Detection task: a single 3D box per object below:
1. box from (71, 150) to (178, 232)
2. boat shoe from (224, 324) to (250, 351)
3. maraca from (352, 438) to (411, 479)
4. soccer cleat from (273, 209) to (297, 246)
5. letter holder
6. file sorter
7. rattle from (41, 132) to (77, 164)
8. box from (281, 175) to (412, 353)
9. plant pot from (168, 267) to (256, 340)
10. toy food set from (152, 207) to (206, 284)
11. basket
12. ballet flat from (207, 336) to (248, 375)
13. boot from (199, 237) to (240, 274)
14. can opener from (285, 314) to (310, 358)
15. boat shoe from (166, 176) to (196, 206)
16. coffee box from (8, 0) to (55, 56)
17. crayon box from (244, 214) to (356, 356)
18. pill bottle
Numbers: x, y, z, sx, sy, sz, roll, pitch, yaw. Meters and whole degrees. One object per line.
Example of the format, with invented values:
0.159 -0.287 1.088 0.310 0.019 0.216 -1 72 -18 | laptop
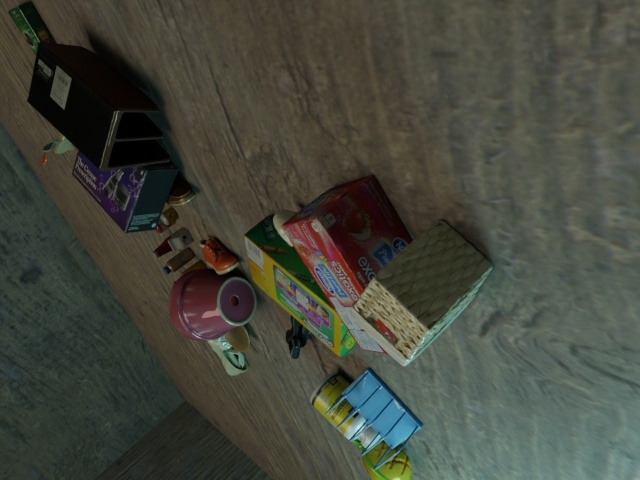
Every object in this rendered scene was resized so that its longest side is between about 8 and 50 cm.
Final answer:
-0.491 -0.170 1.509 0.261 0.103 0.184 41 117 26 | box
-0.275 0.243 1.867 0.207 0.073 0.073 62 -170 -15 | boat shoe
0.149 0.528 1.496 0.185 0.127 0.099 44 112 31 | maraca
0.000 0.000 1.092 0.196 0.068 0.076 38 148 10 | soccer cleat
-0.484 -0.311 1.400 0.301 0.214 0.152 40 121 23 | letter holder
0.112 0.396 1.341 0.170 0.104 0.118 46 130 11 | file sorter
-0.734 -0.316 1.707 0.143 0.199 0.130 54 154 -7 | rattle
0.072 0.043 0.954 0.257 0.122 0.128 57 153 -13 | box
-0.276 0.169 1.638 0.180 0.201 0.201 -10 117 44 | plant pot
-0.438 0.021 1.781 0.111 0.104 0.232 23 143 45 | toy food set
0.140 0.068 0.831 0.113 0.167 0.103 44 149 15 | basket
-0.321 0.373 2.110 0.086 0.086 0.249 19 142 48 | ballet flat
-0.268 0.037 1.586 0.157 0.059 0.085 14 131 53 | boot
-0.048 0.211 1.461 0.186 0.059 0.073 101 153 -47 | can opener
-0.374 -0.131 1.522 0.178 0.064 0.060 23 145 49 | boat shoe
-0.754 -0.540 1.629 0.113 0.040 0.184 14 136 51 | coffee box
-0.030 0.092 1.234 0.278 0.081 0.165 38 152 25 | crayon box
0.070 0.414 1.475 0.184 0.103 0.103 38 152 24 | pill bottle
